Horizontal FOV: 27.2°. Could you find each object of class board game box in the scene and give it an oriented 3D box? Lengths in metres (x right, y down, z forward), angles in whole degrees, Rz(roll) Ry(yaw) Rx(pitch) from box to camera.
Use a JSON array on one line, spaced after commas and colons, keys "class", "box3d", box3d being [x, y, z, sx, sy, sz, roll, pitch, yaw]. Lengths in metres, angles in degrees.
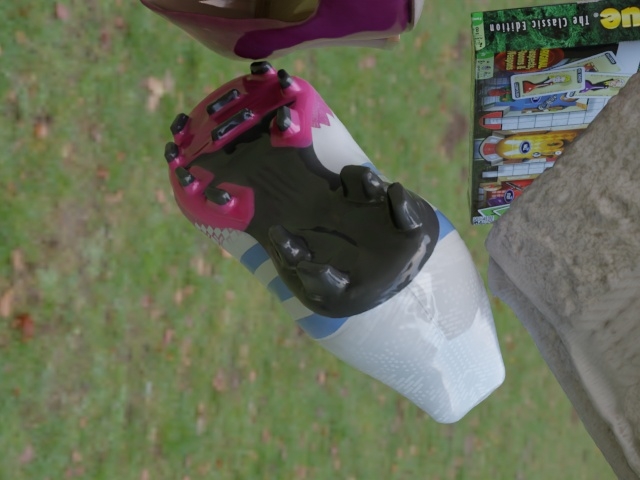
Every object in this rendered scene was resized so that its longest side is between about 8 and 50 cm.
[{"class": "board game box", "box3d": [0.156, -0.069, 0.786, 0.259, 0.136, 0.030, 72, 12, -70]}]

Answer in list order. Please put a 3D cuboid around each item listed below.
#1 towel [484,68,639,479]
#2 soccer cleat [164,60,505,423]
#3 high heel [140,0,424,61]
[{"class": "towel", "box3d": [0.201, -0.021, 0.603, 0.049, 0.282, 0.187, 10, 39, -43]}, {"class": "soccer cleat", "box3d": [0.000, 0.000, 0.801, 0.143, 0.116, 0.331, 55, -3, -31]}, {"class": "high heel", "box3d": [-0.033, -0.171, 0.755, 0.377, 0.181, 0.127, 102, -7, -81]}]
